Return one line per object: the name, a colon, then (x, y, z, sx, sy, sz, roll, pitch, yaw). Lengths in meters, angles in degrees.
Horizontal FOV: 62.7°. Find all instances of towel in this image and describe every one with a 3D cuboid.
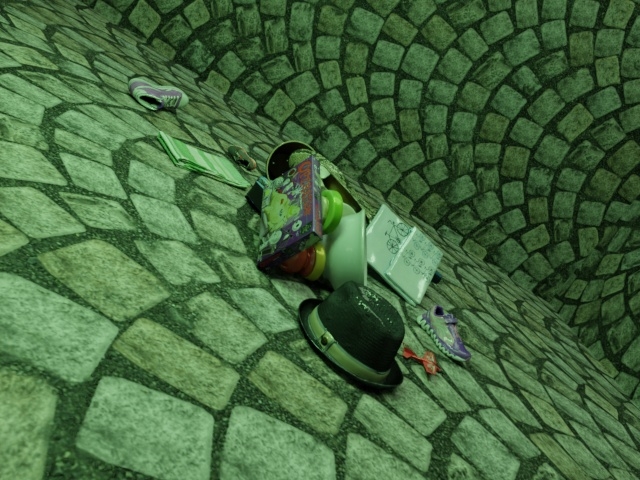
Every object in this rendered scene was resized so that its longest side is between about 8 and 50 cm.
towel: (-0.440, -0.301, 1.986, 0.324, 0.038, 0.248, 17, 22, -44)

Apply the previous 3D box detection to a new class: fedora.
fedora: (0.107, 0.214, 1.336, 0.334, 0.152, 0.334, 31, 16, -10)

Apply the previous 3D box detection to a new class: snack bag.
snack bag: (0.310, 0.041, 2.052, 0.342, 0.037, 0.323, 43, 49, -5)

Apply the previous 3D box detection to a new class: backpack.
backpack: (-0.162, -0.142, 1.920, 0.173, 0.117, 0.158, 19, 22, -48)

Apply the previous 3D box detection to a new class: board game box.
board game box: (-0.089, -0.088, 1.544, 0.056, 0.208, 0.347, 47, 27, -36)

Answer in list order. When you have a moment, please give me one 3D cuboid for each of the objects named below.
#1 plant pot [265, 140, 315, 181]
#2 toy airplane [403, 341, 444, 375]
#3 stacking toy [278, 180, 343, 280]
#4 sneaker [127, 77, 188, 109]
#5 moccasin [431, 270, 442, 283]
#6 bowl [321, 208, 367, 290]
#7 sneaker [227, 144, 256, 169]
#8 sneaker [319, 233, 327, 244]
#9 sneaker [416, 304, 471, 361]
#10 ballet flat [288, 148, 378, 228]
plant pot: (-0.150, -0.325, 2.339, 0.237, 0.237, 0.254, 27, 1, -21)
toy airplane: (0.295, 0.349, 1.528, 0.151, 0.028, 0.151, 31, 15, -9)
stacking toy: (-0.074, -0.062, 1.598, 0.130, 0.280, 0.309, 9, 28, -31)
sneaker: (-0.692, -0.611, 2.312, 0.282, 0.102, 0.161, 0, 38, -44)
moccasin: (0.338, 0.103, 2.180, 0.342, 0.117, 0.138, 28, 5, -6)
bowl: (0.076, 0.051, 1.631, 0.134, 0.298, 0.298, 0, 15, 6)
sneaker: (-0.354, -0.367, 2.308, 0.158, 0.061, 0.065, 37, 23, 14)
sneaker: (0.000, 0.000, 1.878, 0.121, 0.079, 0.217, 16, 22, -43)
sneaker: (0.429, 0.306, 1.774, 0.095, 0.104, 0.236, 20, 22, -43)
ballet flat: (0.052, -0.186, 2.103, 0.483, 0.164, 0.182, 44, 21, -1)
